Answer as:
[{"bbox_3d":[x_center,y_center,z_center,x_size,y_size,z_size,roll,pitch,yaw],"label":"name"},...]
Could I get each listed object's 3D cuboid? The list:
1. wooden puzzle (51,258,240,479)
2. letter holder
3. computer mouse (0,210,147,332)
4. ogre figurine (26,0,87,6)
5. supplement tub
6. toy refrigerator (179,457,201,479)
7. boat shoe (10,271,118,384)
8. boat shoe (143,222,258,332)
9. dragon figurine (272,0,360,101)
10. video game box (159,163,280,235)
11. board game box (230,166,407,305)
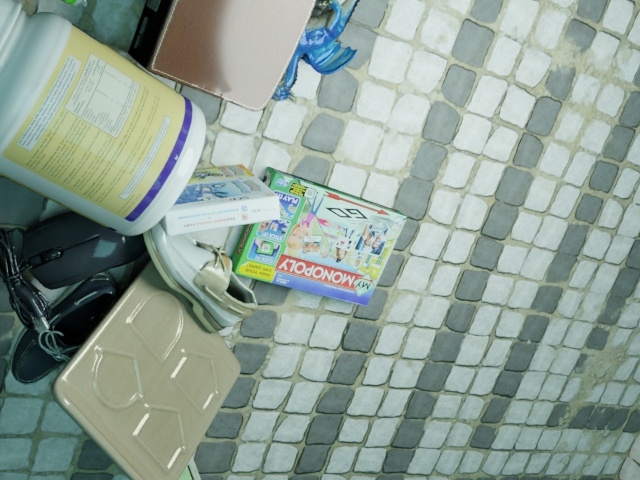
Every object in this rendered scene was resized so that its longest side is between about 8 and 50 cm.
[{"bbox_3d":[-0.301,0.242,1.223,0.080,0.348,0.322,-8,126,29],"label":"wooden puzzle"},{"bbox_3d":[-0.138,-0.383,1.076,0.214,0.152,0.302,16,105,-32],"label":"letter holder"},{"bbox_3d":[-0.407,0.018,1.147,0.272,0.072,0.189,-28,95,-16],"label":"computer mouse"},{"bbox_3d":[-0.398,-0.402,0.974,0.197,0.097,0.118,0,120,-18],"label":"ogre figurine"},{"bbox_3d":[-0.365,-0.177,1.008,0.331,0.241,0.241,31,97,-32],"label":"supplement tub"},{"bbox_3d":[-0.320,0.418,1.383,0.102,0.094,0.270,-20,120,-16],"label":"toy refrigerator"},{"bbox_3d":[-0.452,0.166,1.216,0.254,0.079,0.095,-44,126,0],"label":"boat shoe"},{"bbox_3d":[-0.210,0.051,1.235,0.103,0.113,0.302,-20,139,8],"label":"boat shoe"},{"bbox_3d":[0.007,-0.346,1.194,0.289,0.085,0.144,-28,123,-6],"label":"dragon figurine"},{"bbox_3d":[-0.189,-0.074,1.157,0.187,0.205,0.048,-8,114,-22],"label":"video game box"},{"bbox_3d":[0.000,0.000,1.373,0.317,0.046,0.214,16,104,-30],"label":"board game box"}]
